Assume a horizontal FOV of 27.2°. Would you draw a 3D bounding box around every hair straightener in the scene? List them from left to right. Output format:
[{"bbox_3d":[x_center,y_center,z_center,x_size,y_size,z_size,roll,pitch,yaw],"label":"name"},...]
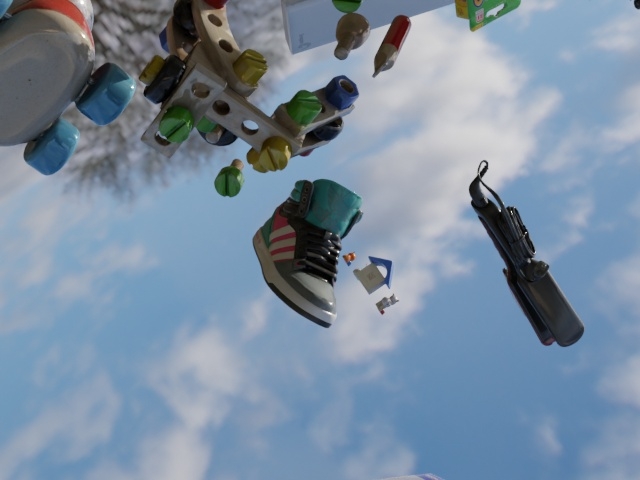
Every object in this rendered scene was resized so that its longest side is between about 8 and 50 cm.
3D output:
[{"bbox_3d":[0.230,0.015,1.451,0.047,0.230,0.089,-29,-170,-18],"label":"hair straightener"}]

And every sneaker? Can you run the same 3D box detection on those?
[{"bbox_3d":[0.000,0.000,2.057,0.178,0.123,0.295,-54,-150,14],"label":"sneaker"}]

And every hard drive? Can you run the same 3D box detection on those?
[{"bbox_3d":[0.107,-0.426,2.271,0.353,0.047,0.233,-18,169,-3],"label":"hard drive"}]

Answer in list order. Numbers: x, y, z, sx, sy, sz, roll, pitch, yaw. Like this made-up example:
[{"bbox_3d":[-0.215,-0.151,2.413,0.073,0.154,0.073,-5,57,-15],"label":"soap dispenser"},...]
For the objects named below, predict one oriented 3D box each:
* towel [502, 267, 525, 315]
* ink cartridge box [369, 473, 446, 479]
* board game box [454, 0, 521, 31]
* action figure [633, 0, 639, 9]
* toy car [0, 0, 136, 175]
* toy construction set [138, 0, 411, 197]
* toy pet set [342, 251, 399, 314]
[{"bbox_3d":[0.323,0.087,2.182,0.009,0.083,0.060,-28,-133,1],"label":"towel"},{"bbox_3d":[0.105,0.480,2.138,0.311,0.186,0.065,1,-172,-32],"label":"ink cartridge box"},{"bbox_3d":[0.245,-0.456,1.997,0.124,0.260,0.039,-31,-147,-31],"label":"board game box"},{"bbox_3d":[0.468,-0.418,1.926,0.141,0.275,0.164,-31,-134,25],"label":"action figure"},{"bbox_3d":[-0.355,-0.247,1.629,0.210,0.219,0.238,-38,-150,27],"label":"toy car"},{"bbox_3d":[-0.061,-0.167,1.498,0.308,0.257,0.237,-19,-155,24],"label":"toy construction set"},{"bbox_3d":[0.096,0.056,2.292,0.065,0.122,0.114,-35,167,-1],"label":"toy pet set"}]
